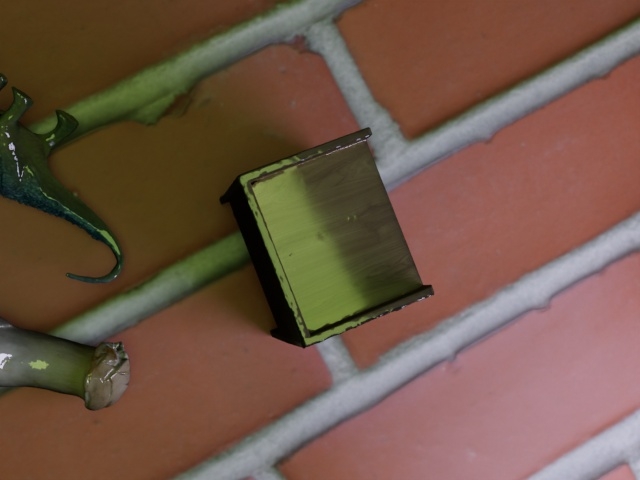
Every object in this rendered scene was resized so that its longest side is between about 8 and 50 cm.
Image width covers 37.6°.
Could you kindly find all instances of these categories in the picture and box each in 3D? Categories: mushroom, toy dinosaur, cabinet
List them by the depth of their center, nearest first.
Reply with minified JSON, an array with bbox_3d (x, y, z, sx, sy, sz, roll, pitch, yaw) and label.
[{"bbox_3d":[0.000,0.000,0.982,0.148,0.215,0.174,-21,90,-12],"label":"cabinet"},{"bbox_3d":[-0.310,0.124,0.984,0.223,0.092,0.081,17,68,-16],"label":"mushroom"},{"bbox_3d":[-0.341,-0.104,0.997,0.363,0.076,0.147,33,102,-6],"label":"toy dinosaur"}]
